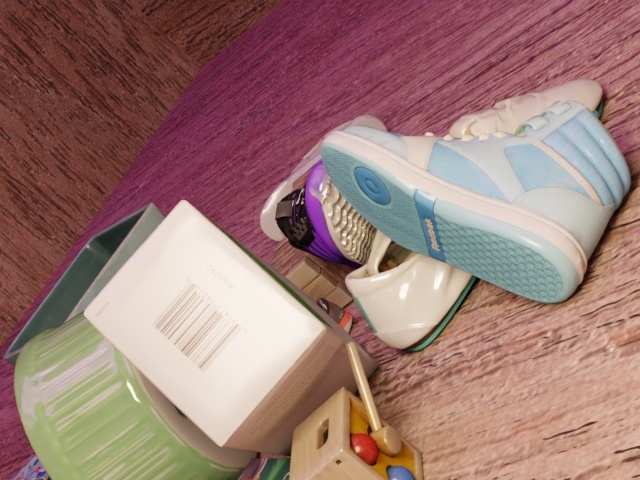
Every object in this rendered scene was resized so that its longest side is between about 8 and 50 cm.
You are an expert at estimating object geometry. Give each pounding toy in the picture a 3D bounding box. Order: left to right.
[{"bbox_3d":[0.039,0.197,1.260,0.100,0.130,0.141,-43,17,19],"label":"pounding toy"}]

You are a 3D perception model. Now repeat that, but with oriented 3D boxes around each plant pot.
[{"bbox_3d":[-0.266,0.137,1.962,0.248,0.252,0.247,-22,32,56],"label":"plant pot"}]

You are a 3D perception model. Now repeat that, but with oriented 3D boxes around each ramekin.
[{"bbox_3d":[-0.210,0.202,1.615,0.148,0.303,0.303,-36,20,17],"label":"ramekin"}]

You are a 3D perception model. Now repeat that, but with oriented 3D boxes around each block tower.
[{"bbox_3d":[0.000,0.000,1.875,0.097,0.091,0.335,-40,19,28],"label":"block tower"}]

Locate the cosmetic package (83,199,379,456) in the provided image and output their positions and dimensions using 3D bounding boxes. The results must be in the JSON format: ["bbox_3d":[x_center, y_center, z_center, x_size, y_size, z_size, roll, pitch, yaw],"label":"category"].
[{"bbox_3d":[-0.078,0.107,1.385,0.155,0.197,0.365,-49,-13,0],"label":"cosmetic package"}]

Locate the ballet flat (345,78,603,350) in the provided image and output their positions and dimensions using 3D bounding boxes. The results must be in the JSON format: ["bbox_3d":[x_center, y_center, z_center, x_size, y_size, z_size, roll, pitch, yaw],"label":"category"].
[{"bbox_3d":[0.172,-0.060,1.502,0.400,0.139,0.139,-52,17,-11],"label":"ballet flat"}]

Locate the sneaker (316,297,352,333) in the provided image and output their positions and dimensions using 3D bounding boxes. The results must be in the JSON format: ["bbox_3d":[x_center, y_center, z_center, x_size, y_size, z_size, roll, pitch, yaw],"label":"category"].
[{"bbox_3d":[-0.029,0.138,1.682,0.158,0.065,0.061,-51,17,-10],"label":"sneaker"}]

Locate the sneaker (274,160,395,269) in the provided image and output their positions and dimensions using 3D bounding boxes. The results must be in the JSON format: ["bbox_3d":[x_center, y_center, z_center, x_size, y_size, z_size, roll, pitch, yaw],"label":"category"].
[{"bbox_3d":[0.005,-0.026,1.581,0.293,0.146,0.102,45,-120,-67],"label":"sneaker"}]

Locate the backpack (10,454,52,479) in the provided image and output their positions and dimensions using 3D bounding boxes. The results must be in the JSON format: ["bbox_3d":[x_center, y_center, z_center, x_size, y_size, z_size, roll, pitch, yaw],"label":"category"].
[{"bbox_3d":[-0.405,0.413,1.944,0.158,0.117,0.173,-42,20,25],"label":"backpack"}]

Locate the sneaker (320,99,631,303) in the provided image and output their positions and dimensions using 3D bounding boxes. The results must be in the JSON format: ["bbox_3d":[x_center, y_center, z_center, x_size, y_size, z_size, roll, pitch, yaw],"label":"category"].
[{"bbox_3d":[0.172,-0.079,1.379,0.208,0.319,0.127,-49,-29,-24],"label":"sneaker"}]

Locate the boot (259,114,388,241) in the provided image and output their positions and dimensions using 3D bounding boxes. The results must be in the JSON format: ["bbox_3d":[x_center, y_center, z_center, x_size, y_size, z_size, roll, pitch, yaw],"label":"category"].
[{"bbox_3d":[0.000,-0.097,2.125,0.258,0.095,0.123,-42,10,-7],"label":"boot"}]

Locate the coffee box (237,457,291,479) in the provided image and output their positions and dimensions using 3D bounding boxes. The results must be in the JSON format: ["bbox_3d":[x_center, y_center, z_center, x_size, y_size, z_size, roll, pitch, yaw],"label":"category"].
[{"bbox_3d":[-0.044,0.285,1.414,0.184,0.040,0.113,-12,38,57],"label":"coffee box"}]
